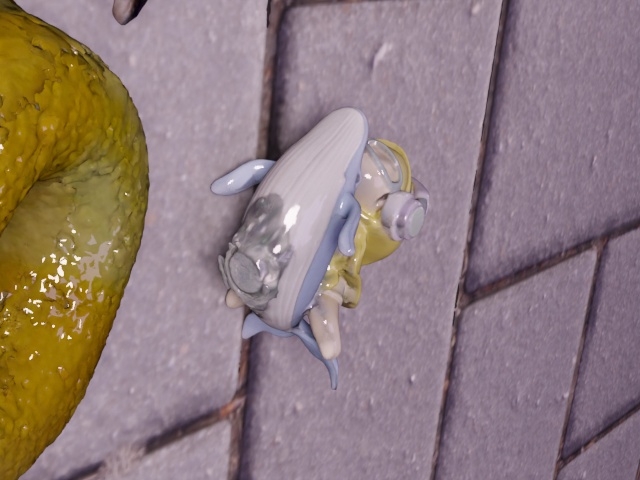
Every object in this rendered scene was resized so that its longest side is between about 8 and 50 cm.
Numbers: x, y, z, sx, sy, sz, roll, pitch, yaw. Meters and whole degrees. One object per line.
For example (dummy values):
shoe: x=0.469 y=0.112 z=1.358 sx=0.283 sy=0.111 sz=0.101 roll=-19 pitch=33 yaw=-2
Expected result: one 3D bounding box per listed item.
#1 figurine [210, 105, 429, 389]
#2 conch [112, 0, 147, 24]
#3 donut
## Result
figurine: x=0.000 y=0.000 z=0.834 sx=0.184 sy=0.128 sz=0.208 roll=-21 pitch=131 yaw=-50
conch: x=-0.043 y=-0.244 z=0.555 sx=0.241 sy=0.186 sz=0.313 roll=-28 pitch=159 yaw=2
donut: x=-0.173 y=0.012 z=0.554 sx=0.272 sy=0.107 sz=0.272 roll=21 pitch=90 yaw=-79
